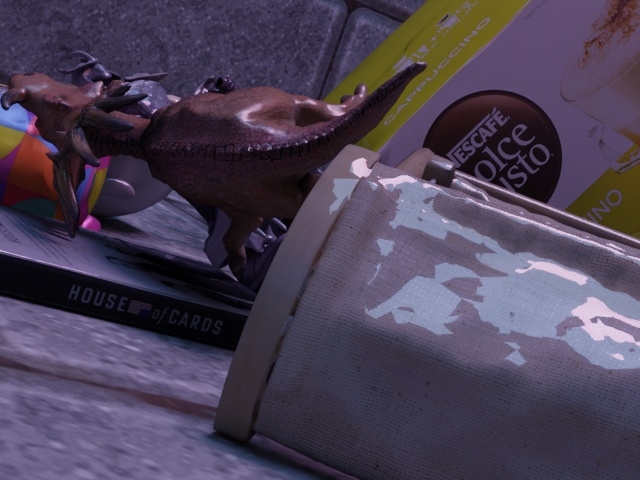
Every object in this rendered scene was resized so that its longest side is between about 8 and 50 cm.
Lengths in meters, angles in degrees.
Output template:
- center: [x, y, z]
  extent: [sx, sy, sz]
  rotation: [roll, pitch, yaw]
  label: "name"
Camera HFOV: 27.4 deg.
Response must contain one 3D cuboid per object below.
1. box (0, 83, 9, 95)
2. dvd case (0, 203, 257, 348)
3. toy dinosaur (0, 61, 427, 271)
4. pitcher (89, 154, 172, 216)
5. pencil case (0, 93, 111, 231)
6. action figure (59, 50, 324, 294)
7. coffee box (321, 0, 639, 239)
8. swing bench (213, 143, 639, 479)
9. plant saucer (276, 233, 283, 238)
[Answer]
- center: [-0.332, -0.124, 1.450]
  extent: [0.201, 0.057, 0.293]
  rotation: [14, 10, -14]
  label: "box"
- center: [-0.144, 0.022, 0.894]
  extent: [0.238, 0.030, 0.179]
  rotation: [16, 6, -31]
  label: "dvd case"
- center: [-0.074, -0.060, 0.875]
  extent: [0.200, 0.127, 0.295]
  rotation: [13, -13, -43]
  label: "toy dinosaur"
- center: [-0.227, -0.072, 1.220]
  extent: [0.207, 0.125, 0.178]
  rotation: [4, 35, -38]
  label: "pitcher"
- center: [-0.279, -0.071, 1.026]
  extent: [0.236, 0.104, 0.104]
  rotation: [21, 4, -5]
  label: "pencil case"
- center: [-0.117, -0.082, 1.138]
  extent: [0.285, 0.099, 0.185]
  rotation: [38, 44, 16]
  label: "action figure"
- center: [0.238, -0.111, 1.381]
  extent: [0.334, 0.337, 0.338]
  rotation: [46, 2, -16]
  label: "coffee box"
- center: [0.116, 0.059, 0.704]
  extent: [0.253, 0.165, 0.254]
  rotation: [21, 5, 13]
  label: "swing bench"
- center: [-0.048, -0.012, 1.634]
  extent: [0.195, 0.037, 0.195]
  rotation: [20, 5, -2]
  label: "plant saucer"
